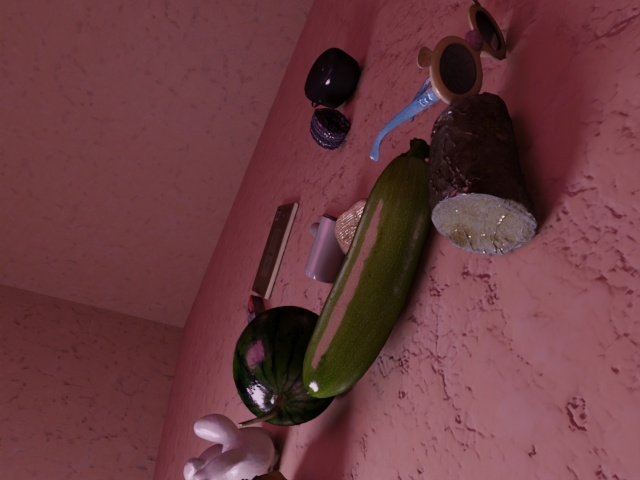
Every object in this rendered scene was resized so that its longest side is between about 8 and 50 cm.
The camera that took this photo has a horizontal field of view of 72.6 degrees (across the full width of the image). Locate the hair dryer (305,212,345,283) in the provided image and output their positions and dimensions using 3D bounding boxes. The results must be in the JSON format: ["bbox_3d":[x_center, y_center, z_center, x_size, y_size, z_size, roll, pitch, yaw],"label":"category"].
[{"bbox_3d":[0.000,0.000,0.960,0.236,0.073,0.131,-135,64,-72],"label":"hair dryer"}]

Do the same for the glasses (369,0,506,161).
[{"bbox_3d":[0.168,-0.202,0.623,0.190,0.088,0.221,-52,-6,-29],"label":"glasses"}]

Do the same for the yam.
[{"bbox_3d":[0.174,-0.081,0.494,0.107,0.107,0.183,-46,30,52],"label":"yam"}]

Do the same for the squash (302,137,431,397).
[{"bbox_3d":[0.081,0.040,0.624,0.396,0.107,0.107,-68,18,-6],"label":"squash"}]

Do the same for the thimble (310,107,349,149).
[{"bbox_3d":[0.025,-0.290,1.132,0.104,0.095,0.066,56,146,22],"label":"thimble"}]

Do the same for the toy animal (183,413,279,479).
[{"bbox_3d":[-0.186,0.449,0.883,0.128,0.178,0.193,-94,27,-44],"label":"toy animal"}]

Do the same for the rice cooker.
[{"bbox_3d":[0.029,-0.446,1.216,0.203,0.118,0.142,1,74,70],"label":"rice cooker"}]

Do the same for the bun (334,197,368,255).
[{"bbox_3d":[0.079,-0.014,0.746,0.115,0.069,0.115,-22,60,42],"label":"bun"}]

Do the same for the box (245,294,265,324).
[{"bbox_3d":[-0.195,0.233,1.326,0.218,0.039,0.055,-127,56,-68],"label":"box"}]

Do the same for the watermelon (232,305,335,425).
[{"bbox_3d":[-0.053,0.208,0.716,0.215,0.187,0.188,-83,16,-76],"label":"watermelon"}]

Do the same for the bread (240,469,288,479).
[{"bbox_3d":[-0.121,0.453,0.664,0.184,0.223,0.211,-67,10,-4],"label":"bread"}]

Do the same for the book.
[{"bbox_3d":[-0.153,0.030,1.433,0.217,0.021,0.311,2,75,70],"label":"book"}]
